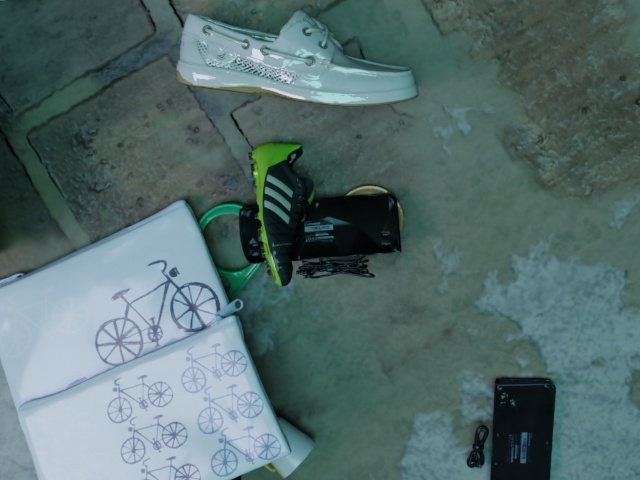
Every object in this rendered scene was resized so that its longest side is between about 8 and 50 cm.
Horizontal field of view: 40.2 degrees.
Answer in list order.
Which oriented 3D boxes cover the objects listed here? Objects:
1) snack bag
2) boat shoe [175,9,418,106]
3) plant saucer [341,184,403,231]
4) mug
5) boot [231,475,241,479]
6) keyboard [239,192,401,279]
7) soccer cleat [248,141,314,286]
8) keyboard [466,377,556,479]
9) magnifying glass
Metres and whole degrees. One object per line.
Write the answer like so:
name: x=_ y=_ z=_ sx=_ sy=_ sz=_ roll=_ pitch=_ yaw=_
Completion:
snack bag: x=-0.235 y=0.152 z=1.055 sx=0.323 sy=0.037 sz=0.342 roll=-23 pitch=80 yaw=11
boat shoe: x=-0.025 y=-0.208 z=0.978 sx=0.277 sy=0.098 sz=0.096 roll=7 pitch=106 yaw=4
plant saucer: x=0.059 y=-0.026 z=1.063 sx=0.084 sy=0.013 sz=0.083 roll=1 pitch=104 yaw=4
mug: x=-0.055 y=0.266 z=1.125 sx=0.064 sy=0.062 sz=0.078 roll=43 pitch=97 yaw=1
boot: x=-0.261 y=0.383 z=1.084 sx=0.338 sy=0.222 sz=0.118 roll=-32 pitch=101 yaw=11
keyboard: x=0.000 y=0.000 z=1.054 sx=0.192 sy=0.038 sz=0.100 roll=-4 pitch=83 yaw=4
soccer cleat: x=-0.040 y=-0.035 z=1.011 sx=0.072 sy=0.060 sz=0.178 roll=-7 pitch=69 yaw=-1
keyboard: x=0.241 y=0.262 z=1.121 sx=0.108 sy=0.023 sz=0.180 roll=-1 pitch=104 yaw=-2
magnifying glass: x=-0.124 y=0.063 z=1.096 sx=0.092 sy=0.026 sz=0.230 roll=13 pitch=103 yaw=0
